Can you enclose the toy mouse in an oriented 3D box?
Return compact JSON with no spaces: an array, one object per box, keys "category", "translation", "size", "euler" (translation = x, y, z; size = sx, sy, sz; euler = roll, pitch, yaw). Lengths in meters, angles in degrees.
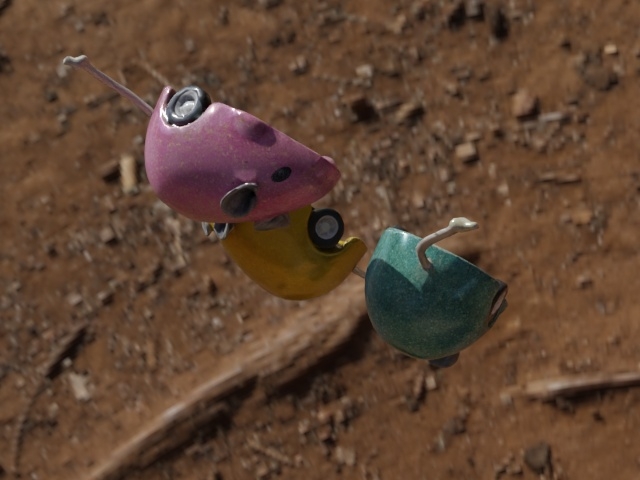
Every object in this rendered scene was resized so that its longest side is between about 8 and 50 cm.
[{"category":"toy mouse","translation":[0.000,0.000,0.440],"size":[0.031,0.161,0.143],"euler":[-59,28,-8]}]
